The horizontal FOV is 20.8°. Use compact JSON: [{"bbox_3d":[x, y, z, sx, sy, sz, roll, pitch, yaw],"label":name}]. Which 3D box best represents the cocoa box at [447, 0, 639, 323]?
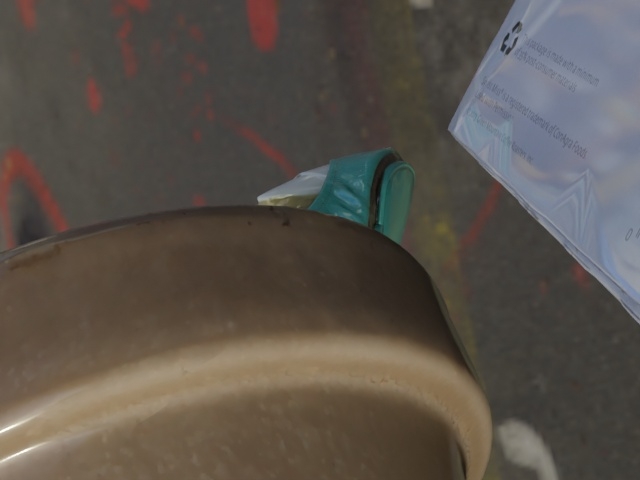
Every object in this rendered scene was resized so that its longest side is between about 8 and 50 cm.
[{"bbox_3d":[0.241,-0.055,0.728,0.231,0.228,0.347,-62,18,10],"label":"cocoa box"}]

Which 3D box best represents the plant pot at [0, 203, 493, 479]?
[{"bbox_3d":[-0.038,0.154,0.541,0.263,0.263,0.229,108,145,-48],"label":"plant pot"}]

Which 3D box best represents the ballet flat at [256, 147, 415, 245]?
[{"bbox_3d":[0.000,0.000,0.937,0.247,0.087,0.083,-68,-15,-71],"label":"ballet flat"}]
